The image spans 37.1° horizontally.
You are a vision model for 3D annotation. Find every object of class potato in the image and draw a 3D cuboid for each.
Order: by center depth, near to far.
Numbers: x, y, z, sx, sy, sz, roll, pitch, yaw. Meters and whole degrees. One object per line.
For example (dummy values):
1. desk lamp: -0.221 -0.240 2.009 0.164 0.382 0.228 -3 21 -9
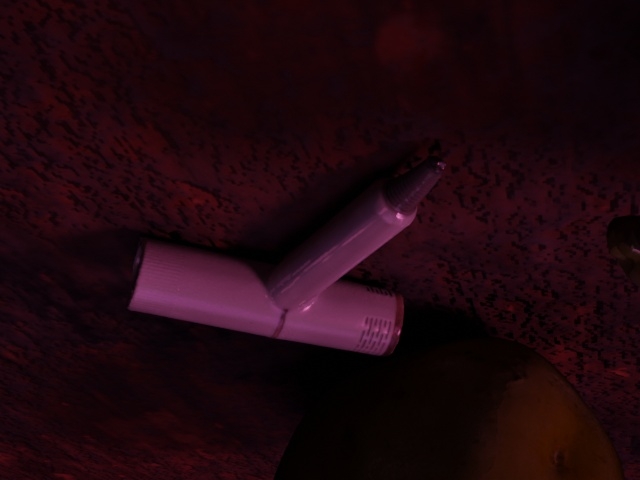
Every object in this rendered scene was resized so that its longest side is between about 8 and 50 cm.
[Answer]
1. potato: 0.076 0.184 0.637 0.215 0.216 0.304 11 156 -14

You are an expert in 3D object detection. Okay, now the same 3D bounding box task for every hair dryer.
1. hair dryer: -0.007 -0.002 0.483 0.154 0.044 0.183 11 146 -16

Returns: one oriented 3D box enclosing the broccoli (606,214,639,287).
1. broccoli: 0.237 -0.018 0.305 0.288 0.248 0.245 -3 -171 -9
